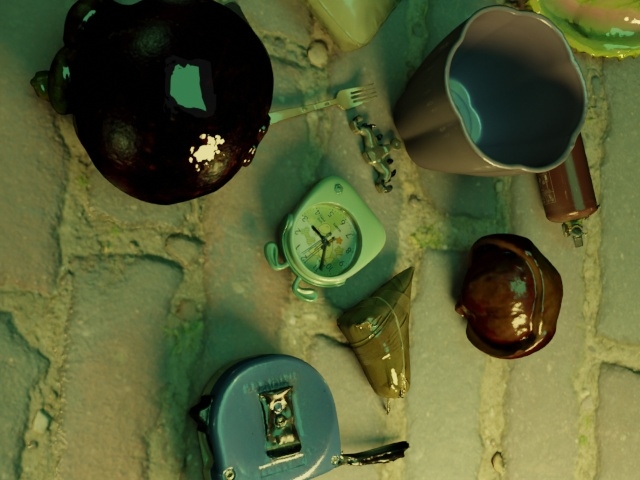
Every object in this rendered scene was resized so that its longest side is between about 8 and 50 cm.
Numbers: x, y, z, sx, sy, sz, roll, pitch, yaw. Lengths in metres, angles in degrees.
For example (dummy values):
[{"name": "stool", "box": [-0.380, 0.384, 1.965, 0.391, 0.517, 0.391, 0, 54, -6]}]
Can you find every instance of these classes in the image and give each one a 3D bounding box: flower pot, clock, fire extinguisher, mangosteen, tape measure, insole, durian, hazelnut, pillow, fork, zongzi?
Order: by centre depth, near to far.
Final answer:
[{"name": "mangosteen", "box": [-0.212, -0.210, 1.287, 0.297, 0.297, 0.313, -36, 88, -24]}, {"name": "tape measure", "box": [-0.017, 0.267, 1.424, 0.351, 0.098, 0.215, -10, 89, -28]}, {"name": "clock", "box": [0.000, 0.000, 1.481, 0.188, 0.060, 0.148, -42, 102, -23]}, {"name": "insole", "box": [-0.115, -0.316, 1.497, 0.045, 0.002, 0.135, -33, 98, -26]}, {"name": "pillow", "box": [0.014, -0.489, 1.511, 0.322, 0.119, 0.255, 45, 62, -16]}, {"name": "zongzi", "box": [0.133, 0.159, 1.521, 0.178, 0.081, 0.189, -36, 105, -34]}, {"name": "fork", "box": [-0.009, -0.213, 1.526, 0.219, 0.028, 0.034, -19, 100, -21]}, {"name": "flower pot", "box": [0.256, -0.219, 1.527, 0.265, 0.243, 0.265, 2, 84, -22]}, {"name": "hazelnut", "box": [0.312, 0.095, 1.551, 0.160, 0.170, 0.202, 13, 68, -22]}, {"name": "fire extinguisher", "box": [0.434, -0.117, 1.680, 0.104, 0.104, 0.269, -13, 89, -25]}, {"name": "durian", "box": [0.510, -0.432, 1.708, 0.355, 0.169, 0.158, 13, 78, -18]}]

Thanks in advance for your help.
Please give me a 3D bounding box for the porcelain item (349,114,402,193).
[{"name": "porcelain item", "box": [0.105, -0.151, 1.568, 0.075, 0.021, 0.136, -25, 94, -25]}]
